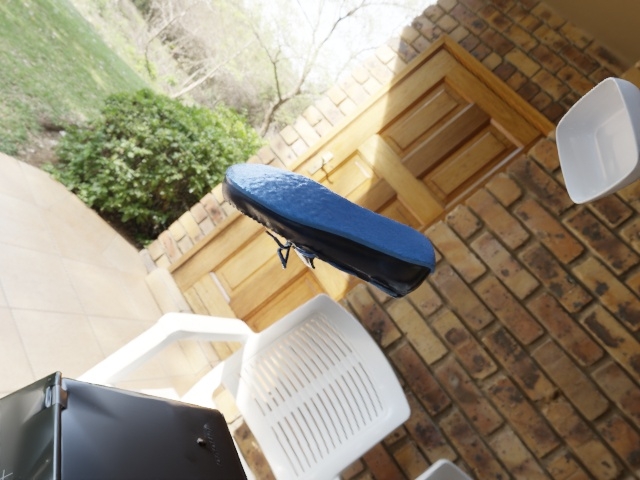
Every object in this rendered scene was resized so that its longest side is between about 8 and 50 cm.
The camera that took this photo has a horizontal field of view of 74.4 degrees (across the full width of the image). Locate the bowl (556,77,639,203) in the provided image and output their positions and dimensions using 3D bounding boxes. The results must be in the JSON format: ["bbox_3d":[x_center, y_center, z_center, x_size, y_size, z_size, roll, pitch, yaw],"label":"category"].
[{"bbox_3d":[0.395,-0.131,0.580,0.142,0.053,0.142,102,-14,-74],"label":"bowl"}]

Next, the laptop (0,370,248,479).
[{"bbox_3d":[-0.277,0.365,0.447,0.382,0.408,0.236,45,-26,50],"label":"laptop"}]

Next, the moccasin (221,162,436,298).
[{"bbox_3d":[0.000,0.000,0.638,0.342,0.117,0.138,28,37,4],"label":"moccasin"}]
